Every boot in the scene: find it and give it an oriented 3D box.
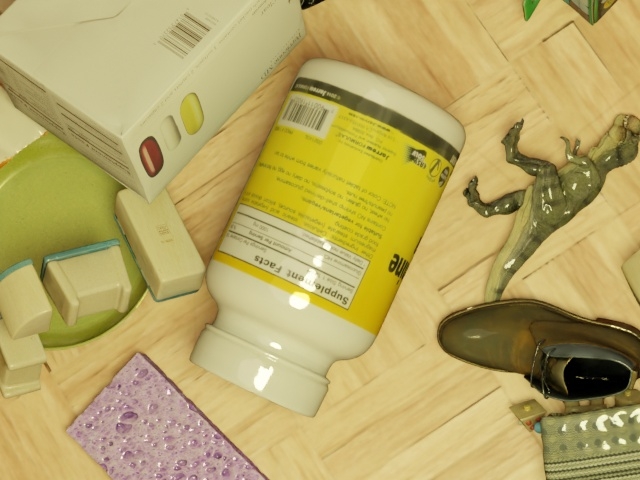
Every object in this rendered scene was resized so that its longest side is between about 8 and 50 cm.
[{"bbox_3d":[0.221,0.109,1.678,0.219,0.106,0.082,4,101,10],"label":"boot"}]

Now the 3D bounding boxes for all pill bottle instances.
[{"bbox_3d":[0.000,0.000,1.699,0.187,0.188,0.334,24,87,12],"label":"pill bottle"}]

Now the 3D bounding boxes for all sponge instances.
[{"bbox_3d":[-0.157,0.232,1.770,0.210,0.031,0.117,44,91,13],"label":"sponge"}]

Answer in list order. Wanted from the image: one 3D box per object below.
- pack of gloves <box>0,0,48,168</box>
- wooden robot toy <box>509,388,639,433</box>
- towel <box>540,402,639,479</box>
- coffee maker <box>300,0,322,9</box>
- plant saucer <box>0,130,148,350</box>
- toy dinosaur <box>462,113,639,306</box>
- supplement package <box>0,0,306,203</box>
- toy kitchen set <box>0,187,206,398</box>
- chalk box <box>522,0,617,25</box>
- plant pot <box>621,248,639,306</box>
[{"bbox_3d":[-0.349,-0.206,1.867,0.195,0.046,0.232,-36,73,-12],"label":"pack of gloves"},{"bbox_3d":[0.280,0.195,1.697,0.173,0.076,0.079,-5,116,9],"label":"wooden robot toy"},{"bbox_3d":[0.392,0.294,1.627,0.324,0.056,0.312,-9,94,12],"label":"towel"},{"bbox_3d":[-0.036,-0.340,1.786,0.171,0.120,0.178,-33,79,-4],"label":"coffee maker"},{"bbox_3d":[-0.284,0.001,1.823,0.240,0.037,0.241,-1,81,8],"label":"plant saucer"},{"bbox_3d":[0.218,-0.047,1.736,0.118,0.064,0.268,40,93,6],"label":"toy dinosaur"},{"bbox_3d":[-0.177,-0.212,1.739,0.204,0.145,0.262,35,73,20],"label":"supplement package"},{"bbox_3d":[-0.249,0.053,1.754,0.207,0.166,0.122,-14,60,-25],"label":"toy kitchen set"},{"bbox_3d":[0.273,-0.320,1.728,0.213,0.132,0.132,-45,78,0],"label":"chalk box"},{"bbox_3d":[0.362,0.045,1.677,0.109,0.109,0.096,-42,65,1],"label":"plant pot"}]
